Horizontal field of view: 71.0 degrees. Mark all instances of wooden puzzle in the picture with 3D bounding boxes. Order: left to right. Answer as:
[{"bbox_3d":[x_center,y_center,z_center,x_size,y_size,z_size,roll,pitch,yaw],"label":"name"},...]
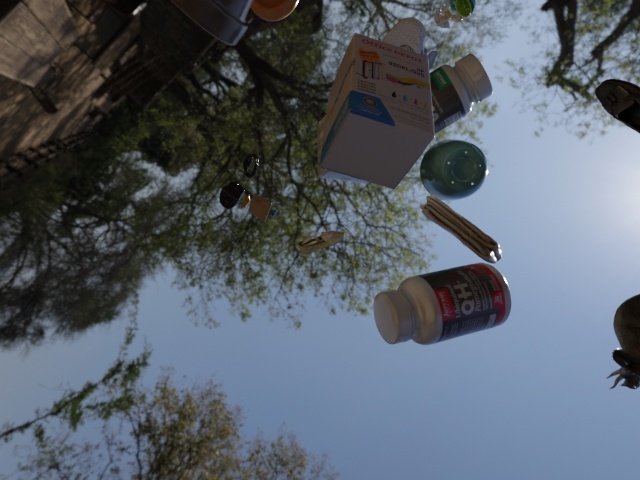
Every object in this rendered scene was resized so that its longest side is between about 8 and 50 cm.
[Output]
[{"bbox_3d":[-0.187,-0.103,1.381,0.014,0.116,0.078,-35,159,-56],"label":"wooden puzzle"}]

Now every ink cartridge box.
[{"bbox_3d":[0.111,-0.260,0.908,0.168,0.171,0.232,122,-22,-54],"label":"ink cartridge box"}]

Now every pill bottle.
[{"bbox_3d":[0.424,-0.510,1.652,0.361,0.204,0.204,-30,-149,14],"label":"pill bottle"},{"bbox_3d":[0.304,0.166,1.146,0.319,0.176,0.176,-10,-161,-19],"label":"pill bottle"}]

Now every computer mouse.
[{"bbox_3d":[-0.273,-0.200,1.525,0.242,0.071,0.041,-49,-175,31],"label":"computer mouse"}]

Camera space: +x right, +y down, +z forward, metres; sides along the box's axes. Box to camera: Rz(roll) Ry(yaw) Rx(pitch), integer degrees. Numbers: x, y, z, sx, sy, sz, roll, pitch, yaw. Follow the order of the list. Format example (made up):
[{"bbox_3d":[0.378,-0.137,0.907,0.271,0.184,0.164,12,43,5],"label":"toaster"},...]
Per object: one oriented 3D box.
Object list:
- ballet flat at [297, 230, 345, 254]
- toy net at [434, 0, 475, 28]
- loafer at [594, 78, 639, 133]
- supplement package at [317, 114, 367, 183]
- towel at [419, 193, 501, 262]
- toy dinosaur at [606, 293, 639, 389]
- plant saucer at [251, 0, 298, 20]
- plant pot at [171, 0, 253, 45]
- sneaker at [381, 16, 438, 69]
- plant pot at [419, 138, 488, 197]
[{"bbox_3d":[0.000,0.000,1.496,0.168,0.052,0.057,-23,-147,17],"label":"ballet flat"},{"bbox_3d":[0.437,-0.790,1.523,0.045,0.122,0.232,-38,-168,-11],"label":"toy net"},{"bbox_3d":[0.924,-0.383,1.324,0.084,0.096,0.267,-27,-118,-25],"label":"loafer"},{"bbox_3d":[0.103,-0.318,1.520,0.149,0.194,0.202,156,-64,-65],"label":"supplement package"},{"bbox_3d":[0.322,-0.018,1.014,0.187,0.282,0.049,43,-78,22],"label":"towel"},{"bbox_3d":[0.834,0.234,1.161,0.161,0.121,0.313,-2,-101,26],"label":"toy dinosaur"},{"bbox_3d":[-0.168,-0.873,1.558,0.200,0.200,0.037,-38,179,18],"label":"plant saucer"},{"bbox_3d":[-0.216,-0.598,0.962,0.229,0.263,0.263,-42,-153,18],"label":"plant pot"},{"bbox_3d":[0.279,-0.588,1.412,0.210,0.137,0.365,-55,170,-17],"label":"sneaker"},{"bbox_3d":[0.615,-0.319,2.026,0.293,0.293,0.235,-44,-176,7],"label":"plant pot"}]
